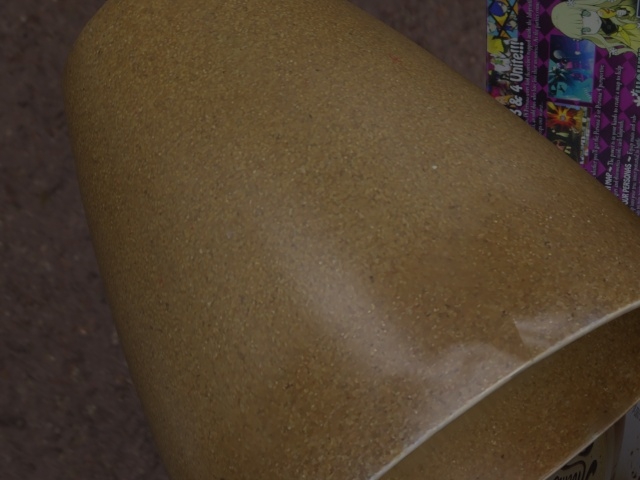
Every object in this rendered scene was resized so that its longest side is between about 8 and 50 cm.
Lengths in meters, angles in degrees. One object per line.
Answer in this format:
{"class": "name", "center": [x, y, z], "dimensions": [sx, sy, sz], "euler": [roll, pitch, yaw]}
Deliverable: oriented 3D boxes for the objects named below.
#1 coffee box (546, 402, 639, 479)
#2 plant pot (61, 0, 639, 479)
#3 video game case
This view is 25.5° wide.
{"class": "coffee box", "center": [0.228, 0.184, 0.869], "dimensions": [0.119, 0.297, 0.168], "euler": [13, 100, -8]}
{"class": "plant pot", "center": [0.000, 0.000, 0.620], "dimensions": [0.237, 0.237, 0.254], "euler": [-36, 68, 1]}
{"class": "video game case", "center": [0.209, -0.097, 0.892], "dimensions": [0.210, 0.232, 0.042], "euler": [8, 44, 15]}
